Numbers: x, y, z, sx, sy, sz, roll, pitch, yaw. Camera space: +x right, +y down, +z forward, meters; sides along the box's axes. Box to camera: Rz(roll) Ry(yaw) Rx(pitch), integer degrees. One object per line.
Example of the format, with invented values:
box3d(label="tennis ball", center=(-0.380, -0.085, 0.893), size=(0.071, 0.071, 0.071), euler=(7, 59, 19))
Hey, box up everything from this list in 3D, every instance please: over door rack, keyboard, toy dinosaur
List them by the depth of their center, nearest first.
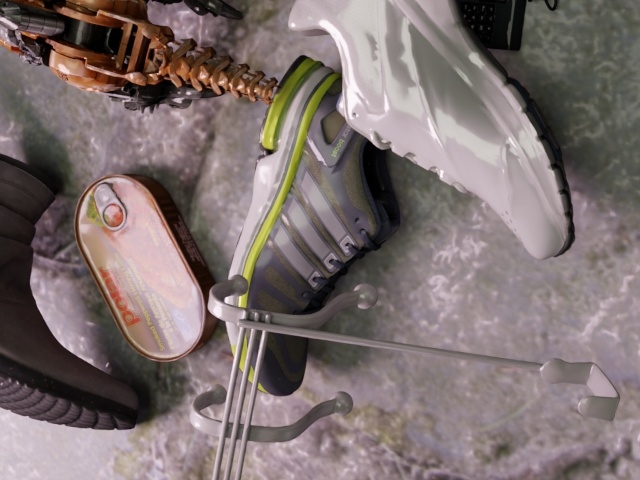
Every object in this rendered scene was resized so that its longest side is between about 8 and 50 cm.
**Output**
box3d(label="keyboard", center=(0.142, -0.250, 0.924), size=(0.100, 0.038, 0.192), euler=(9, 102, 25))
box3d(label="over door rack", center=(0.053, 0.169, 0.966), size=(0.324, 0.108, 0.239), euler=(14, 115, 5))
box3d(label="toy dinosaur", center=(-0.185, -0.173, 0.994), size=(0.322, 0.218, 0.164), euler=(44, 113, 14))

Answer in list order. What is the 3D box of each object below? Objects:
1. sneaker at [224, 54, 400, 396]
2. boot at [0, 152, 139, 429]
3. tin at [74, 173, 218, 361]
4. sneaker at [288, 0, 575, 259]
box3d(label="sneaker", center=(0.000, 0.000, 0.993), size=(0.121, 0.111, 0.300), euler=(16, 107, 18))
box3d(label="boot", center=(-0.296, 0.034, 1.118), size=(0.118, 0.338, 0.222), euler=(-26, 40, 54))
box3d(label="tin", center=(-0.167, 0.025, 1.116), size=(0.106, 0.040, 0.189), euler=(-29, 84, 22))
box3d(label="sneaker", center=(0.093, -0.104, 0.908), size=(0.129, 0.111, 0.297), euler=(-36, 87, 13))
